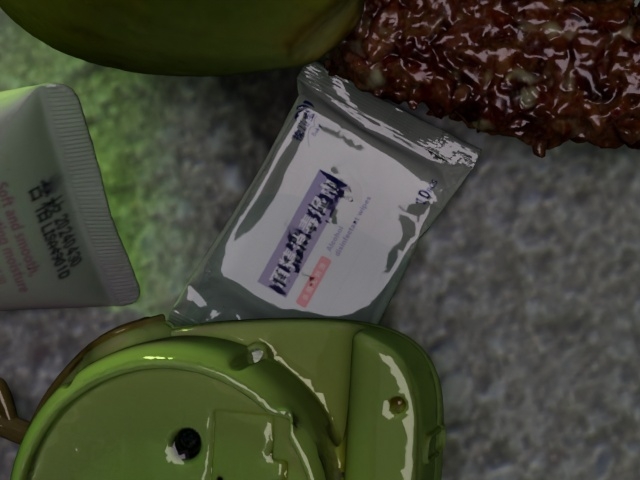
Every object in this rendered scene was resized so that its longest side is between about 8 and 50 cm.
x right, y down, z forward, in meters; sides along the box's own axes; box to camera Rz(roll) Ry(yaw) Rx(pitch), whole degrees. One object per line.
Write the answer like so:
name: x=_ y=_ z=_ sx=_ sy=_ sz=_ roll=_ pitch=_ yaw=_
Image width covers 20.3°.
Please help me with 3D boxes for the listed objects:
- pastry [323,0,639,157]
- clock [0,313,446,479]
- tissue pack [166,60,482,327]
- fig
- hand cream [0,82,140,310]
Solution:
pastry: x=0.108 y=-0.114 z=1.059 sx=0.208 sy=0.097 sz=0.115 roll=13 pitch=96 yaw=7
clock: x=-0.084 y=0.160 z=1.059 sx=0.308 sy=0.096 sz=0.235 roll=3 pitch=93 yaw=14
tissue pack: x=0.000 y=0.000 z=1.101 sx=0.122 sy=0.026 sz=0.193 roll=29 pitch=92 yaw=6
fig: x=-0.085 y=-0.193 z=1.014 sx=0.230 sy=0.207 sz=0.207 roll=16 pitch=90 yaw=41
hand cream: x=-0.301 y=-0.013 z=1.081 sx=0.358 sy=0.185 sz=0.118 roll=-5 pitch=43 yaw=7
